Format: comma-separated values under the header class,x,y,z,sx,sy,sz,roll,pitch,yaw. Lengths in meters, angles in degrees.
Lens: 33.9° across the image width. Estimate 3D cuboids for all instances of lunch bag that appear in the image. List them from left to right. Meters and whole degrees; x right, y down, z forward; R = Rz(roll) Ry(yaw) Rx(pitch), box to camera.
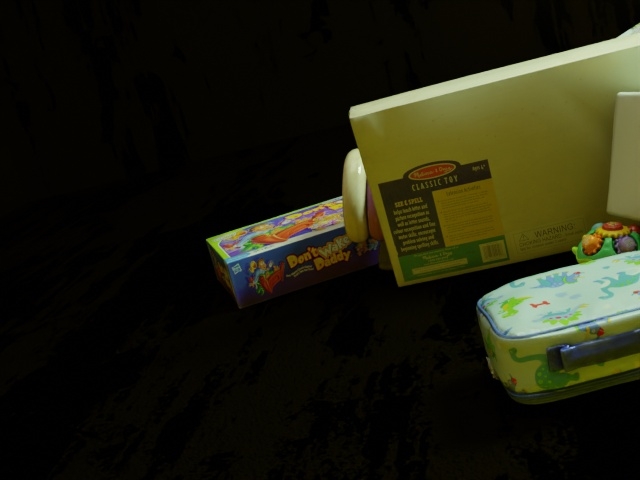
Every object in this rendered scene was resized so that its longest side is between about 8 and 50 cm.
class,x,y,z,sx,sy,sz,roll,pitch,yaw
lunch bag,0.270,0.084,1.037,0.219,0.090,0.176,-15,12,0

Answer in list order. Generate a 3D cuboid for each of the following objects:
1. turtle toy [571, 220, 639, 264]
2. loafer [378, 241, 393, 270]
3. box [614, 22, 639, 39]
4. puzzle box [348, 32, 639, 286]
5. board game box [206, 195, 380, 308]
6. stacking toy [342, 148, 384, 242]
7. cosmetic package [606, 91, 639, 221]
class,x,y,z,sx,sy,sz,roll,pitch,yaw
turtle toy,0.371,0.012,1.276,0.130,0.066,0.095,4,20,26
loafer,0.152,0.003,1.609,0.148,0.050,0.056,-21,14,-24
box,0.466,-0.197,1.485,0.293,0.201,0.057,-32,-21,19
puzzle box,0.266,-0.103,1.421,0.408,0.272,0.052,-12,26,10
board game box,0.000,0.000,1.736,0.347,0.078,0.233,-18,13,-11
stacking toy,0.202,-0.067,1.542,0.330,0.141,0.141,0,15,8
cosmetic package,0.541,-0.080,1.148,0.230,0.162,0.453,0,7,-19
